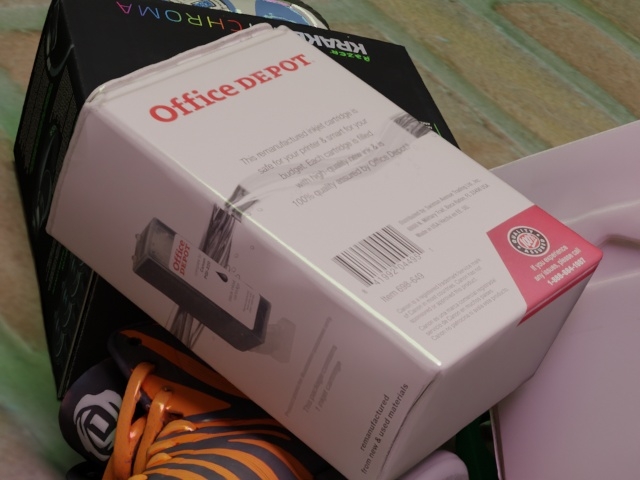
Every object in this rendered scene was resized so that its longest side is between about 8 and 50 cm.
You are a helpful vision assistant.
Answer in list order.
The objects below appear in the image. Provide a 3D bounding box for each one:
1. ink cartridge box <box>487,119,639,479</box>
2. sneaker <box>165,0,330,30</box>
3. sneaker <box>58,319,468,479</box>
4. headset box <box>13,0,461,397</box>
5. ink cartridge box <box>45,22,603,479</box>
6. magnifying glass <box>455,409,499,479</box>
[{"bbox_3d":[0.245,0.045,0.981,0.270,0.198,0.197,4,75,-42],"label":"ink cartridge box"},{"bbox_3d":[-0.094,-0.146,1.353,0.211,0.080,0.081,4,37,-7],"label":"sneaker"},{"bbox_3d":[-0.079,0.133,0.849,0.180,0.125,0.321,29,19,26],"label":"sneaker"},{"bbox_3d":[-0.042,-0.016,1.092,0.246,0.131,0.283,8,32,-20],"label":"headset box"},{"bbox_3d":[0.000,0.000,0.880,0.218,0.092,0.158,39,38,19],"label":"ink cartridge box"},{"bbox_3d":[0.103,0.152,1.001,0.092,0.026,0.231,29,29,6],"label":"magnifying glass"}]
